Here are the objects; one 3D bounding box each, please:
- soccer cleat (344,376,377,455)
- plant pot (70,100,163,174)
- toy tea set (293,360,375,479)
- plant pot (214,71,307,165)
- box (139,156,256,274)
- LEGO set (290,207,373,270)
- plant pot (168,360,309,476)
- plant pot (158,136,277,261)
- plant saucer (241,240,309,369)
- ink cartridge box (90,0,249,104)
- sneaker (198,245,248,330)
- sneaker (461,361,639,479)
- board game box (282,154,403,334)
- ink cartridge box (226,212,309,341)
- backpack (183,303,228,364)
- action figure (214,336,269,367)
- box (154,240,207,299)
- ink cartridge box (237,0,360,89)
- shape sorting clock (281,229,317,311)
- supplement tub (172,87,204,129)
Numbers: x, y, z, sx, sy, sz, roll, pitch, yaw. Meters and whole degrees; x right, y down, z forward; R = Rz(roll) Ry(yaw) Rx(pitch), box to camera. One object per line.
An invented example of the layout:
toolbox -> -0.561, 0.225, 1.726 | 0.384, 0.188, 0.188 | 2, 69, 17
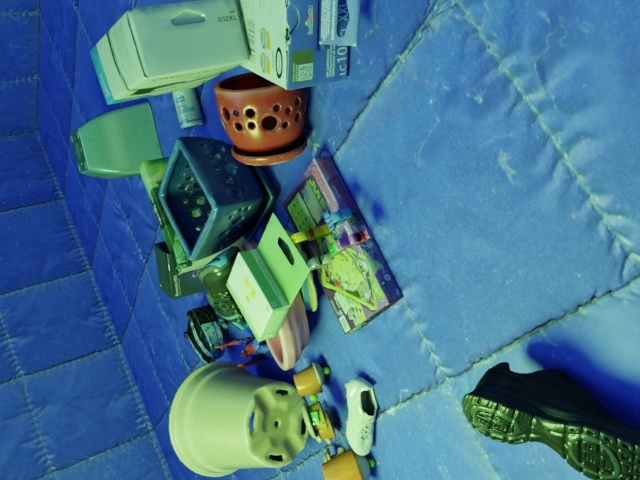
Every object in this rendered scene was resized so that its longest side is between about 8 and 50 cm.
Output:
soccer cleat -> 0.097, 0.411, 1.464 | 0.076, 0.068, 0.196 | 10, 110, 53
plant pot -> -0.733, -0.336, 2.251 | 0.247, 0.252, 0.247 | 2, 106, 58
toy tea set -> 0.039, 0.463, 1.573 | 0.200, 0.124, 0.335 | -138, 29, -87
plant pot -> -0.122, -0.265, 1.373 | 0.191, 0.191, 0.174 | 31, 136, 48
box -> -0.335, -0.087, 1.751 | 0.058, 0.232, 0.321 | -40, 71, 56
LEGO set -> 0.000, 0.000, 1.305 | 0.227, 0.093, 0.087 | -36, 73, 58
plant pot -> -0.203, 0.506, 1.790 | 0.306, 0.334, 0.333 | -14, 93, 48
plant pot -> -0.254, -0.115, 1.615 | 0.236, 0.212, 0.236 | 59, 140, 22
plant saucer -> -0.109, 0.154, 1.589 | 0.332, 0.084, 0.331 | 163, 90, -75
ink cartridge box -> -0.316, -0.382, 1.306 | 0.307, 0.223, 0.128 | 3, 110, 59
sneaker -> -0.215, 0.123, 1.604 | 0.139, 0.125, 0.341 | 49, 164, 15
sneaker -> 0.360, 0.250, 0.926 | 0.286, 0.130, 0.109 | 18, 132, 28
board game box -> 0.038, 0.014, 1.387 | 0.346, 0.056, 0.208 | 64, 152, 15
ink cartridge box -> -0.119, 0.082, 1.371 | 0.171, 0.056, 0.235 | 56, 141, 29
backpack -> -0.368, 0.318, 2.110 | 0.173, 0.117, 0.158 | 54, 144, 30
action figure -> -0.206, 0.310, 1.838 | 0.280, 0.139, 0.091 | -43, 66, 59
box -> -0.381, 0.070, 1.923 | 0.108, 0.207, 0.153 | 28, 127, 50
ink cartridge box -> -0.076, -0.461, 1.232 | 0.395, 0.151, 0.269 | 39, 137, 46
shape sorting clock -> -0.048, 0.071, 1.524 | 0.206, 0.040, 0.206 | 164, 90, -74
supplement tub -> -0.383, -0.381, 1.844 | 0.071, 0.071, 0.107 | -4, 102, 59
